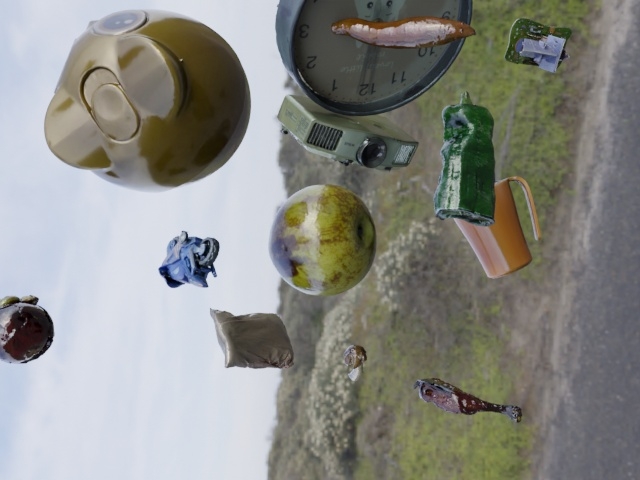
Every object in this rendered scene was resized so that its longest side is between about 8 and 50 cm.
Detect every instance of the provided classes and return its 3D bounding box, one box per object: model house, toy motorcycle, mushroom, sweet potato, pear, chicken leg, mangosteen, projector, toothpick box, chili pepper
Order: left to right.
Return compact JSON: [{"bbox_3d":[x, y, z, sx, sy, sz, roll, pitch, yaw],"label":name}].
[{"bbox_3d":[-0.737,0.208,1.924,0.180,0.166,0.166,55,168,16],"label":"mangosteen"},{"bbox_3d":[-0.376,-0.312,1.762,0.425,0.409,0.408,-41,-44,-72],"label":"toothpick box"},{"bbox_3d":[-0.268,0.044,1.599,0.205,0.076,0.114,2,74,53],"label":"toy motorcycle"},{"bbox_3d":[0.000,0.000,1.939,0.283,0.284,0.283,-177,90,-90],"label":"pear"},{"bbox_3d":[0.062,-0.211,1.623,0.193,0.270,0.088,48,123,49],"label":"projector"},{"bbox_3d":[0.088,0.335,2.104,0.060,0.061,0.187,45,156,26],"label":"mushroom"},{"bbox_3d":[0.142,-0.364,1.393,0.057,0.265,0.057,5,-90,-67],"label":"sweet potato"},{"bbox_3d":[0.313,0.348,1.726,0.106,0.253,0.051,3,-82,-53],"label":"chicken leg"},{"bbox_3d":[0.292,-0.170,1.585,0.099,0.136,0.270,132,142,-69],"label":"chili pepper"},{"bbox_3d":[0.562,-0.484,1.989,0.088,0.167,0.117,-115,37,-63],"label":"model house"}]

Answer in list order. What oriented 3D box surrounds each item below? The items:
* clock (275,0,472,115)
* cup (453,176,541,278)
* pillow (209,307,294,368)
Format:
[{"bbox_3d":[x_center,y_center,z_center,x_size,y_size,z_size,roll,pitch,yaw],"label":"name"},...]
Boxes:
[{"bbox_3d":[0.106,-0.407,1.490,0.386,0.387,0.076,93,158,-43],"label":"clock"},{"bbox_3d":[0.489,-0.048,2.169,0.182,0.226,0.263,174,72,-87],"label":"cup"},{"bbox_3d":[-0.166,0.237,1.930,0.270,0.067,0.173,14,-137,-52],"label":"pillow"}]
